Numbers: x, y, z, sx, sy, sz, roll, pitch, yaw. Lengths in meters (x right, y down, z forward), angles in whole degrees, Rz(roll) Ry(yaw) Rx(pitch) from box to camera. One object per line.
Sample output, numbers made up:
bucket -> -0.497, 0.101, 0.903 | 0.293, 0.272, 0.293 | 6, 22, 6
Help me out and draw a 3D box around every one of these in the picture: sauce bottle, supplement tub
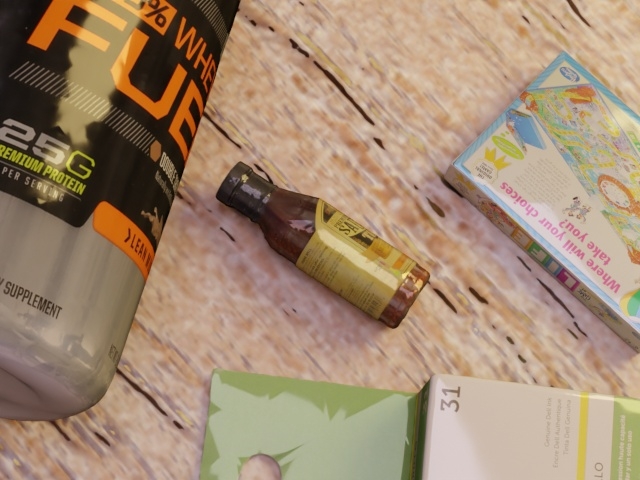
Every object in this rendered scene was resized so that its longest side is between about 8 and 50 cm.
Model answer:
sauce bottle -> 0.000, 0.000, 0.987 | 0.128, 0.042, 0.042 | 34, 72, 3
supplement tub -> -0.161, -0.092, 0.912 | 0.207, 0.207, 0.338 | 17, 72, -1

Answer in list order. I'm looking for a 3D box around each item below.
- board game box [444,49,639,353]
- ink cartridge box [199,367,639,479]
board game box -> 0.164, -0.024, 1.021 | 0.154, 0.026, 0.103 | 43, 73, 7
ink cartridge box -> 0.051, 0.157, 0.939 | 0.235, 0.056, 0.171 | 8, 73, -6
